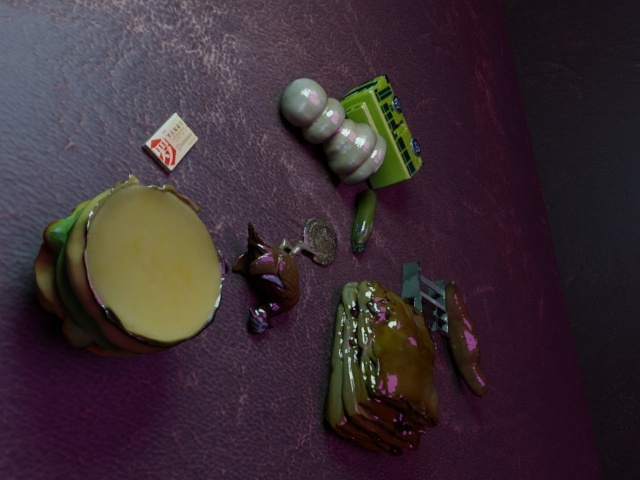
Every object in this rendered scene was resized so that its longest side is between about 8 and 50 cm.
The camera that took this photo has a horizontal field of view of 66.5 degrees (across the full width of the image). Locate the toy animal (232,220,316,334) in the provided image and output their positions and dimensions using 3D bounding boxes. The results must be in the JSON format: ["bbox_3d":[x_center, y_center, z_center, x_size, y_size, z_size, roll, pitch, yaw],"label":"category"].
[{"bbox_3d":[-0.099,0.062,0.873,0.179,0.089,0.188,-54,127,-28],"label":"toy animal"}]

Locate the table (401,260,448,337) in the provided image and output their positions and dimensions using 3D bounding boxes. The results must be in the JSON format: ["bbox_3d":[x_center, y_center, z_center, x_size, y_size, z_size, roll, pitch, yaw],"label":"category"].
[{"bbox_3d":[0.284,0.165,1.327,0.146,0.062,0.175,33,53,-41],"label":"table"}]

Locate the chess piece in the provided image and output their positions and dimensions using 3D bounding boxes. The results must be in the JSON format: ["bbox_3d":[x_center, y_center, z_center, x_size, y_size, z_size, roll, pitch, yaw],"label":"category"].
[{"bbox_3d":[0.021,-0.251,1.093,0.261,0.143,0.142,38,51,-33],"label":"chess piece"}]

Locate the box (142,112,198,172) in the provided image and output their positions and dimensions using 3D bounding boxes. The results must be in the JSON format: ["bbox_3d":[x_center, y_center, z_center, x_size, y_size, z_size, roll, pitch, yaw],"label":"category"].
[{"bbox_3d":[-0.248,-0.163,0.810,0.058,0.015,0.093,49,44,-27],"label":"box"}]

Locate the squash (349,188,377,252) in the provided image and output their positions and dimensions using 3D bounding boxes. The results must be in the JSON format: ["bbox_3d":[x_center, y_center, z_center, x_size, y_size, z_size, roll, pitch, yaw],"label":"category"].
[{"bbox_3d":[0.106,-0.053,1.193,0.052,0.052,0.183,40,53,-37],"label":"squash"}]

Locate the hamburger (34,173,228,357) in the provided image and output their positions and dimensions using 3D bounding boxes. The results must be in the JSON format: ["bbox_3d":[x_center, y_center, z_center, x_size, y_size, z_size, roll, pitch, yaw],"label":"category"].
[{"bbox_3d":[-0.252,0.043,0.628,0.237,0.149,0.237,36,46,-48],"label":"hamburger"}]

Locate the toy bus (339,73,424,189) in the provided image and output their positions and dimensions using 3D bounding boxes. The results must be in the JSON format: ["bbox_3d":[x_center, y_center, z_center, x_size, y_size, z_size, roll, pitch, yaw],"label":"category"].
[{"bbox_3d":[0.151,-0.276,1.260,0.150,0.128,0.262,-46,114,-48],"label":"toy bus"}]

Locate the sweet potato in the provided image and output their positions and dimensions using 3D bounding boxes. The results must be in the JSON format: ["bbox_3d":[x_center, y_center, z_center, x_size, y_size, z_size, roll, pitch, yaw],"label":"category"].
[{"bbox_3d":[0.412,0.281,1.426,0.106,0.095,0.354,-176,-110,-82],"label":"sweet potato"}]

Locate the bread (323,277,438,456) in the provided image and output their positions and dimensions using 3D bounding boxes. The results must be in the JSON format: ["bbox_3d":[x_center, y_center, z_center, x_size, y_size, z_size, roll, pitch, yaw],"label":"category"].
[{"bbox_3d":[0.151,0.270,1.038,0.277,0.167,0.324,39,51,-37],"label":"bread"}]

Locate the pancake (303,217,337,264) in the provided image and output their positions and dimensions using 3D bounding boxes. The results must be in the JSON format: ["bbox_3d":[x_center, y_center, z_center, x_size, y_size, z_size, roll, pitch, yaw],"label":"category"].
[{"bbox_3d":[0.001,0.000,1.069,0.115,0.011,0.114,21,62,-46],"label":"pancake"}]
